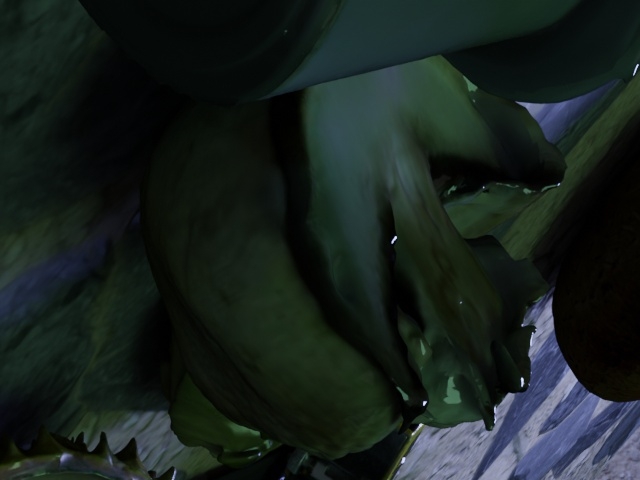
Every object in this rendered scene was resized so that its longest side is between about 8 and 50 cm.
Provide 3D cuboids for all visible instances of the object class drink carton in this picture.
[{"bbox_3d":[0.024,-0.141,0.639,0.189,0.191,0.185,-15,144,-50],"label":"drink carton"}]

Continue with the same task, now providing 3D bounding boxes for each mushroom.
[{"bbox_3d":[-0.006,-0.004,0.840,0.164,0.189,0.267,-28,-156,31],"label":"mushroom"},{"bbox_3d":[0.352,0.005,1.656,0.345,0.239,0.345,-39,139,-45],"label":"mushroom"}]

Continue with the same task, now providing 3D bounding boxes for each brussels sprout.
[{"bbox_3d":[-0.031,0.063,1.043,0.181,0.100,0.139,92,20,-45],"label":"brussels sprout"}]

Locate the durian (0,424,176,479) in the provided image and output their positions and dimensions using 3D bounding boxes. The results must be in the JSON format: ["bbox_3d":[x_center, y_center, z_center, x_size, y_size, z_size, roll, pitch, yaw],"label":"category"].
[{"bbox_3d":[-0.178,0.185,0.885,0.260,0.153,0.186,-17,121,-54],"label":"durian"}]

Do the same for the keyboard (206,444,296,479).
[{"bbox_3d":[-0.118,0.218,1.235,0.103,0.041,0.381,-59,166,23],"label":"keyboard"}]

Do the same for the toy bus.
[{"bbox_3d":[-0.002,0.204,1.352,0.226,0.081,0.074,-64,169,27],"label":"toy bus"}]
